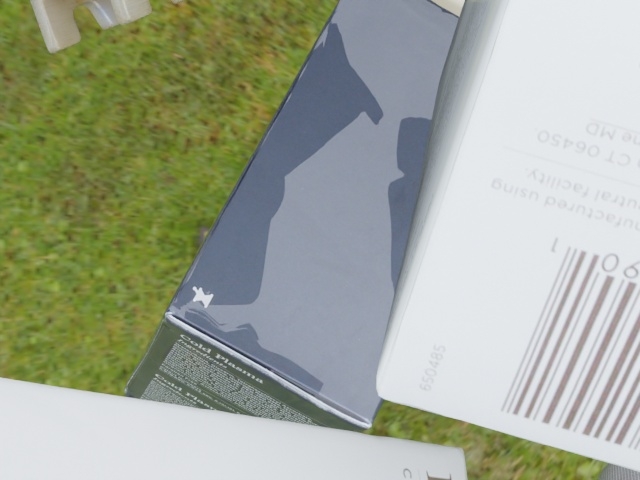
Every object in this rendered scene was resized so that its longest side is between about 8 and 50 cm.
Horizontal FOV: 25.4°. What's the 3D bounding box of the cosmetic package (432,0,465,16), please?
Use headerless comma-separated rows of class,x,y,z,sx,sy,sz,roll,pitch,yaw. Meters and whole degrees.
cosmetic package,0.116,-0.324,1.286,0.160,0.113,0.309,-32,108,4

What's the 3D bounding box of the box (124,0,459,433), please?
box,0.000,0.000,1.219,0.179,0.312,0.343,29,70,-3

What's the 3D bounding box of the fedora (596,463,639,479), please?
fedora,0.355,0.279,1.323,0.275,0.244,0.124,6,59,29

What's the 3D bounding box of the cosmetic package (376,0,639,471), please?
cosmetic package,0.116,-0.043,0.422,0.151,0.184,0.151,15,127,0

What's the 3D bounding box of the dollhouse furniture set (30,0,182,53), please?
dollhouse furniture set,-0.033,-0.266,0.942,0.374,0.201,0.152,-11,106,44

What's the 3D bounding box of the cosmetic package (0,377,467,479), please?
cosmetic package,-0.119,0.148,0.409,0.155,0.365,0.197,-27,61,41
